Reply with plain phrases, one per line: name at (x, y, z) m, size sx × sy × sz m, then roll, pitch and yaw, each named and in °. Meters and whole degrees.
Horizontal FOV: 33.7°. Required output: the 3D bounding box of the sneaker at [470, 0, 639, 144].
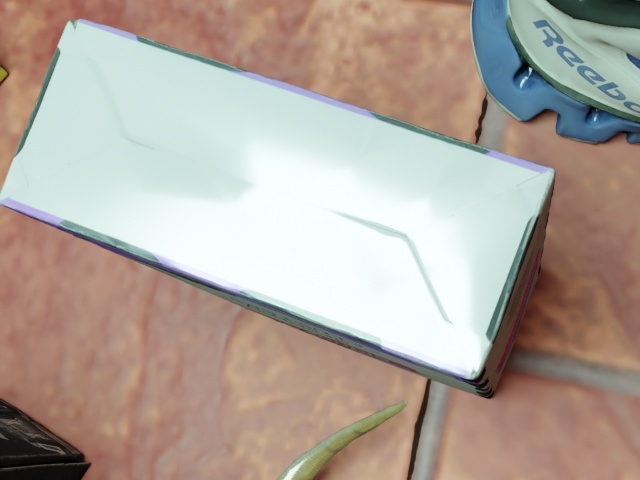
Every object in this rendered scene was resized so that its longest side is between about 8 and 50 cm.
sneaker at (0.206, -0.085, 0.396) m, size 0.316 × 0.182 × 0.127 m, roll 11°, pitch 84°, yaw 13°

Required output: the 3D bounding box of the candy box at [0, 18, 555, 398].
candy box at (0.000, 0.000, 0.414) m, size 0.165 × 0.196 × 0.070 m, roll 19°, pitch 84°, yaw 14°

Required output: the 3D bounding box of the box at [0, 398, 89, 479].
box at (-0.245, 0.199, 0.407) m, size 0.076 × 0.242 × 0.307 m, roll 31°, pitch 87°, yaw 14°

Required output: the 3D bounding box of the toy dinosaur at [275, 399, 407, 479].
toy dinosaur at (-0.035, 0.164, 0.474) m, size 0.112 × 0.064 × 0.211 m, roll 8°, pitch 91°, yaw -6°

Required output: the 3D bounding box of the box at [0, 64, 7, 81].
box at (-0.278, -0.036, 0.548) m, size 0.087 × 0.058 × 0.232 m, roll 42°, pitch 91°, yaw 15°
